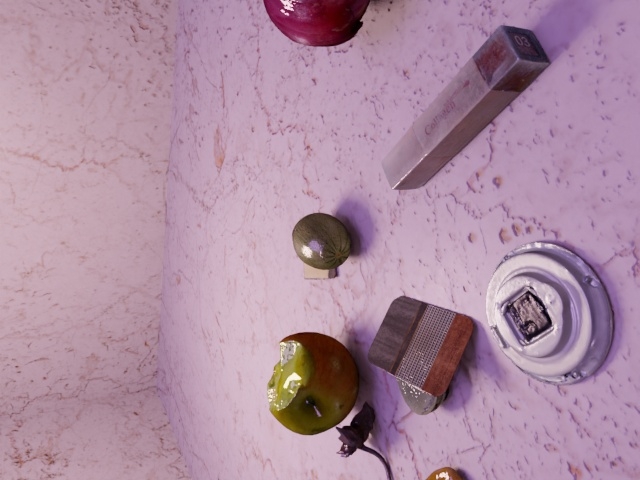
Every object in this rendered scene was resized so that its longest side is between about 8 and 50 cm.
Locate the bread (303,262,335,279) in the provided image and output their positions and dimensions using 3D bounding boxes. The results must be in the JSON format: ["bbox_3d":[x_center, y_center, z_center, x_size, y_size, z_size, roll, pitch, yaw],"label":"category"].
[{"bbox_3d":[-0.006,0.074,1.521,0.153,0.028,0.068,-9,86,61],"label":"bread"}]

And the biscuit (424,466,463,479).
[{"bbox_3d":[0.264,0.589,1.129,0.203,0.041,0.260,13,108,59],"label":"biscuit"}]

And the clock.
[{"bbox_3d":[0.350,0.122,0.898,0.236,0.053,0.237,15,108,59],"label":"clock"}]

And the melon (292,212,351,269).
[{"bbox_3d":[0.000,0.000,1.392,0.192,0.139,0.139,40,128,53],"label":"melon"}]

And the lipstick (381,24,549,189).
[{"bbox_3d":[0.241,-0.219,1.000,0.371,0.079,0.076,-48,55,51],"label":"lipstick"}]

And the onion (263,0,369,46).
[{"bbox_3d":[-0.020,-0.577,1.112,0.358,0.344,0.359,170,90,-73],"label":"onion"}]

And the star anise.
[{"bbox_3d":[0.130,0.536,1.308,0.227,0.148,0.219,30,89,24],"label":"star anise"}]

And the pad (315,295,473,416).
[{"bbox_3d":[0.142,0.264,1.105,0.055,0.323,0.250,53,160,-26],"label":"pad"}]

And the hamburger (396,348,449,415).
[{"bbox_3d":[0.212,0.287,1.151,0.140,0.062,0.133,67,148,25],"label":"hamburger"}]

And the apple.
[{"bbox_3d":[-0.028,0.357,1.374,0.226,0.246,0.246,-72,-7,-65],"label":"apple"}]
